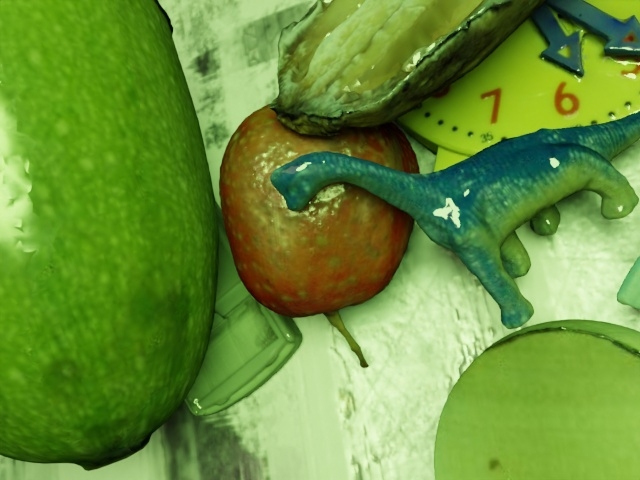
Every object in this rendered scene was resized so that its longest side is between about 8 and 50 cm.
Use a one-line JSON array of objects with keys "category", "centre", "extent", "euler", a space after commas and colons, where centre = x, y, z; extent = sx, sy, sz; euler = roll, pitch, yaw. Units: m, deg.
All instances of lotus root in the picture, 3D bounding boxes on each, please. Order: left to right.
[{"category": "lotus root", "centre": [0.102, -0.179, 0.437], "extent": [0.329, 0.078, 0.167], "euler": [-48, 43, -8]}]

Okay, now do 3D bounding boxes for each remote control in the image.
[{"category": "remote control", "centre": [-0.132, 0.017, 0.600], "extent": [0.123, 0.038, 0.285], "euler": [-42, 69, 10]}]

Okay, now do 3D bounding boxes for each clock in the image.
[{"category": "clock", "centre": [0.160, -0.193, 0.508], "extent": [0.277, 0.071, 0.293], "euler": [-24, 71, 15]}]

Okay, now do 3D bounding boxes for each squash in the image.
[{"category": "squash", "centre": [-0.205, 0.006, 0.452], "extent": [0.310, 0.310, 0.308], "euler": [-28, 73, 14]}]

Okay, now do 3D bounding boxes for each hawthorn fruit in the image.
[{"category": "hawthorn fruit", "centre": [0.000, 0.000, 0.486], "extent": [0.163, 0.163, 0.203], "euler": [-4, 85, 21]}]

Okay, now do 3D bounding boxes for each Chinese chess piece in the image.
[{"category": "Chinese chess piece", "centre": [0.164, 0.144, 0.406], "extent": [0.189, 0.083, 0.188], "euler": [-12, 71, 37]}]

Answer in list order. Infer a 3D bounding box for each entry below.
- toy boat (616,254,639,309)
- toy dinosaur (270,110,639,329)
[{"category": "toy boat", "centre": [0.309, -0.076, 0.392], "extent": [0.331, 0.145, 0.133], "euler": [-50, 44, 2]}, {"category": "toy dinosaur", "centre": [0.115, -0.058, 0.414], "extent": [0.248, 0.188, 0.075], "euler": [-43, 25, 2]}]
